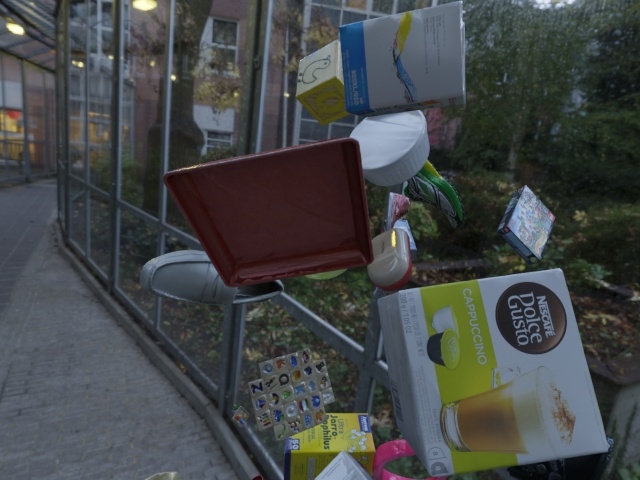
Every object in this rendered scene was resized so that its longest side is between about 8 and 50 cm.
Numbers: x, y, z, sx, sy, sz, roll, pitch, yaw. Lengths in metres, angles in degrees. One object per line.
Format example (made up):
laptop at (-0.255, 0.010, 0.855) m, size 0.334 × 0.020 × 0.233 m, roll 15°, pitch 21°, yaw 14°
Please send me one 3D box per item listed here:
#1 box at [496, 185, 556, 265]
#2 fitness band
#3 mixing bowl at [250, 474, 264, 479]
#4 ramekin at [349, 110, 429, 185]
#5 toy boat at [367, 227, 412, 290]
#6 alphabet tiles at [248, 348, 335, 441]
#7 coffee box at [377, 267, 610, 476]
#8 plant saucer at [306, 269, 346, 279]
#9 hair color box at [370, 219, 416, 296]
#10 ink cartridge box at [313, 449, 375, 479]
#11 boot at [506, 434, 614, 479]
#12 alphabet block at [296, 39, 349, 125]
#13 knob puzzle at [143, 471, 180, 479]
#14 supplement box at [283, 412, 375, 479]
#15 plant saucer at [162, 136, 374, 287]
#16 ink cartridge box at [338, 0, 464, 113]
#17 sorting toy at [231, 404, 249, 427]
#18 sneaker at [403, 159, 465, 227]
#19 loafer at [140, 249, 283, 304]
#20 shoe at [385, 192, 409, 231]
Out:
box at (0.680, -0.054, 1.355) m, size 0.233 × 0.159 × 0.044 m, roll -50°, pitch 6°, yaw -35°
fitness band at (0.258, 0.657, 1.195) m, size 0.209 × 0.291 × 0.054 m, roll 2°, pitch 42°, yaw 3°
mixing bowl at (-0.213, 0.879, 1.341) m, size 0.098 × 0.181 × 0.181 m, roll 41°, pitch 11°, yaw -4°
ramekin at (0.228, -0.299, 1.342) m, size 0.273 × 0.273 × 0.127 m, roll 17°, pitch -20°, yaw 42°
toy boat at (0.246, 0.079, 1.365) m, size 0.151 × 0.151 × 0.231 m, roll -29°, pitch 29°, yaw 28°
alphabet tiles at (-0.103, 0.584, 1.585) m, size 0.342 × 0.285 × 0.011 m, roll -7°, pitch -17°, yaw -34°
coffee box at (0.333, 0.265, 0.917) m, size 0.334 × 0.338 × 0.338 m, roll -8°, pitch -12°, yaw -1°
plant saucer at (0.000, 0.000, 1.276) m, size 0.241 × 0.241 × 0.037 m, roll 4°, pitch 0°, yaw -13°
hair color box at (0.335, 0.095, 1.989) m, size 0.113 × 0.374 × 0.185 m, roll 0°, pitch 48°, yaw -9°
ink cartridge box at (0.132, 0.709, 1.068) m, size 0.114 × 0.197 × 0.273 m, roll -42°, pitch 49°, yaw -11°
boot at (0.658, 0.602, 1.146) m, size 0.207 × 0.247 × 0.094 m, roll 26°, pitch 5°, yaw 39°
alphabet block at (0.037, -0.603, 1.598) m, size 0.192 × 0.197 × 0.193 m, roll -17°, pitch -32°, yaw 32°
knob puzzle at (-0.530, 0.833, 1.322) m, size 0.030 × 0.213 × 0.213 m, roll -5°, pitch 1°, yaw 44°
supplement box at (0.029, 0.856, 1.704) m, size 0.356 × 0.195 × 0.194 m, roll 2°, pitch 25°, yaw -4°
plant saucer at (-0.059, -0.038, 0.625) m, size 0.259 × 0.258 × 0.048 m, roll -10°, pitch 48°, yaw 4°
ink cartridge box at (0.179, -0.360, 0.857) m, size 0.232 × 0.168 × 0.171 m, roll -2°, pitch 11°, yaw 20°
sorting toy at (-0.332, 0.708, 1.676) m, size 0.012 × 0.083 × 0.062 m, roll -26°, pitch 20°, yaw 46°
sneaker at (0.396, -0.175, 1.511) m, size 0.343 × 0.146 × 0.134 m, roll 52°, pitch 9°, yaw 16°
loafer at (-0.219, 0.085, 0.895) m, size 0.319 × 0.112 × 0.111 m, roll 4°, pitch 9°, yaw -45°
shoe at (0.299, -0.107, 1.592) m, size 0.081 × 0.178 × 0.063 m, roll 8°, pitch -31°, yaw 4°
